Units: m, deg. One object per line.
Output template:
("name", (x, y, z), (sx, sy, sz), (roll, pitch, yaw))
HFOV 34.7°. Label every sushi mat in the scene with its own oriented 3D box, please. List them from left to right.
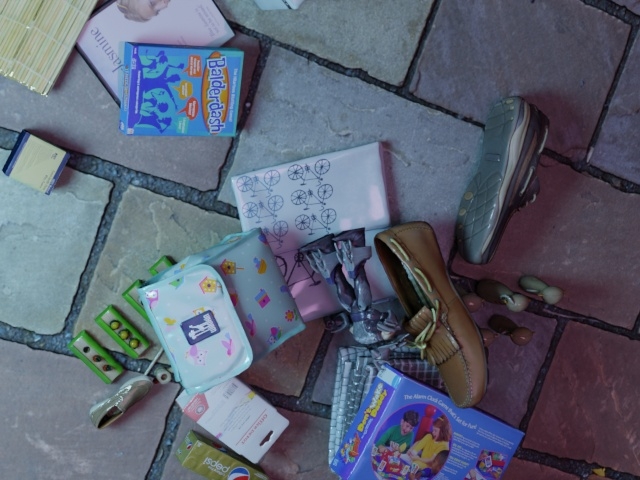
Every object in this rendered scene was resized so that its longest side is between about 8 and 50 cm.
("sushi mat", (-0.459, -0.413, 1.730), (0.151, 0.019, 0.316), (28, 90, -15))

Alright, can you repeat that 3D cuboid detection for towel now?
("towel", (0.150, 0.358, 2.118), (0.235, 0.121, 0.283), (2, 101, -24))

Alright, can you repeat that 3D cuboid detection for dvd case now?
("dvd case", (-0.298, -0.367, 1.817), (0.253, 0.022, 0.180), (-39, 114, -10))

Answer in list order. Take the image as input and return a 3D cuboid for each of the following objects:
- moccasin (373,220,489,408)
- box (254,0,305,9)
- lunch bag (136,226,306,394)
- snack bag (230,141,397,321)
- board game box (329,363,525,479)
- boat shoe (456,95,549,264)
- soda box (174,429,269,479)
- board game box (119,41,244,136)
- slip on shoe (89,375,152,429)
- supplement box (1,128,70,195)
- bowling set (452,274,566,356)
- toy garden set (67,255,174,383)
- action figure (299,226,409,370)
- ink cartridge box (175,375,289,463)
("moccasin", (0.211, 0.147, 1.989), (0.147, 0.139, 0.379), (-17, 85, -29))
("box", (-0.089, -0.507, 1.784), (0.119, 0.182, 0.181), (-46, 115, -9))
("lunch bag", (-0.186, 0.127, 1.854), (0.262, 0.160, 0.223), (-31, 103, -40))
("snack bag", (0.000, 0.000, 2.020), (0.323, 0.037, 0.342), (-14, 107, -20))
("board game box", (0.219, 0.419, 2.058), (0.347, 0.078, 0.233), (29, 89, -29))
("boat shoe", (0.389, -0.113, 2.103), (0.130, 0.132, 0.355), (14, 98, -24))
("soda box", (-0.195, 0.446, 2.029), (0.181, 0.058, 0.061), (34, 88, -25))
("board game box", (-0.247, -0.267, 1.827), (0.210, 0.047, 0.160), (-3, 111, -29))
("slip on shoe", (-0.370, 0.304, 1.914), (0.135, 0.041, 0.051), (-31, 131, 1))
("supplement box", (-0.491, -0.135, 1.772), (0.083, 0.056, 0.083), (27, 91, -25))
("bowling set", (0.376, 0.180, 2.152), (0.287, 0.154, 0.199), (-5, 104, -21))
("toy garden set", (-0.312, 0.185, 1.925), (0.244, 0.049, 0.204), (-44, 114, -8))
("action figure", (0.069, 0.122, 1.976), (0.099, 0.185, 0.285), (-28, 99, -44))
("ink cartridge box", (-0.170, 0.335, 2.009), (0.198, 0.067, 0.115), (43, 85, -23))
